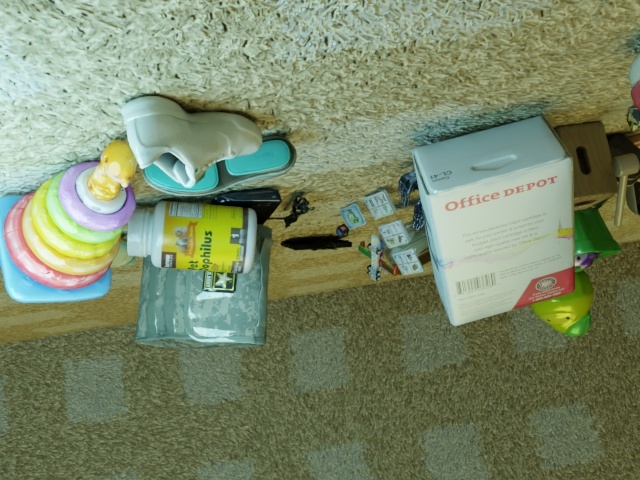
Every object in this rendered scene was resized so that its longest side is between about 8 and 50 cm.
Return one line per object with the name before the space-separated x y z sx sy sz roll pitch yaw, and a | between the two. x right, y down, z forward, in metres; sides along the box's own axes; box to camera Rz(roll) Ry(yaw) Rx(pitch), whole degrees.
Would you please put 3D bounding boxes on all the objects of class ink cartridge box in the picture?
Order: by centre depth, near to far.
ink cartridge box | 0.288 -0.026 1.259 0.226 0.131 0.306 -15 130 2

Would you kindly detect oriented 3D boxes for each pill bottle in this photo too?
pill bottle | -0.222 -0.007 1.335 0.215 0.117 0.117 4 168 -8

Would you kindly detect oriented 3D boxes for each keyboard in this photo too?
keyboard | -0.128 -0.051 1.500 0.202 0.033 0.317 0 169 -16
keyboard | 0.000 0.000 1.968 0.192 0.038 0.100 -4 -168 -36

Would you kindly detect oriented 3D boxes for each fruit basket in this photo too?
fruit basket | 0.613 0.089 2.074 0.392 0.392 0.283 -17 168 38

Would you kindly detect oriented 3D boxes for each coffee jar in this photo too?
coffee jar | 0.541 -0.126 1.471 0.079 0.096 0.184 -45 173 -22

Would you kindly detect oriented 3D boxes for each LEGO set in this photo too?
LEGO set | 0.125 -0.007 1.631 0.060 0.182 0.244 -30 -176 -28

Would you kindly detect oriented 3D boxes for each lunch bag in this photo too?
lunch bag | -0.217 0.093 1.510 0.287 0.235 0.169 -9 162 38

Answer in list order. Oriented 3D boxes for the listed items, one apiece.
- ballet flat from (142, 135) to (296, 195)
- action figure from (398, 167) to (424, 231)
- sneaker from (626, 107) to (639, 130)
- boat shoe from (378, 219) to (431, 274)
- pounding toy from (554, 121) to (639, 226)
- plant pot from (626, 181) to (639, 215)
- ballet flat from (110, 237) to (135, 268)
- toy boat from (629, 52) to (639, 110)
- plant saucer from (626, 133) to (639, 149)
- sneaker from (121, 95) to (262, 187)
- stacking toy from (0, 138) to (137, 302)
ballet flat | -0.139 -0.100 1.076 0.213 0.072 0.068 -9 175 -7
action figure | 0.278 -0.071 1.419 0.276 0.164 0.141 0 127 -25
sneaker | 0.527 -0.206 1.262 0.035 0.031 0.083 -25 172 9
boat shoe | 0.290 -0.051 1.698 0.341 0.110 0.121 -29 158 5
pounding toy | 0.445 -0.104 1.298 0.094 0.181 0.206 -8 170 -8
plant pot | 0.768 -0.120 1.798 0.109 0.109 0.096 -10 -177 -1
ballet flat | -0.478 0.033 1.576 0.232 0.080 0.073 -18 140 29
toy boat | 0.499 -0.191 0.928 0.231 0.151 0.151 -10 170 1
plant saucer | 0.640 -0.174 1.525 0.200 0.037 0.200 -9 171 -1
sneaker | -0.151 -0.109 0.937 0.080 0.094 0.212 -18 168 36
stacking toy | -0.322 -0.048 1.056 0.166 0.175 0.302 -2 154 -41
